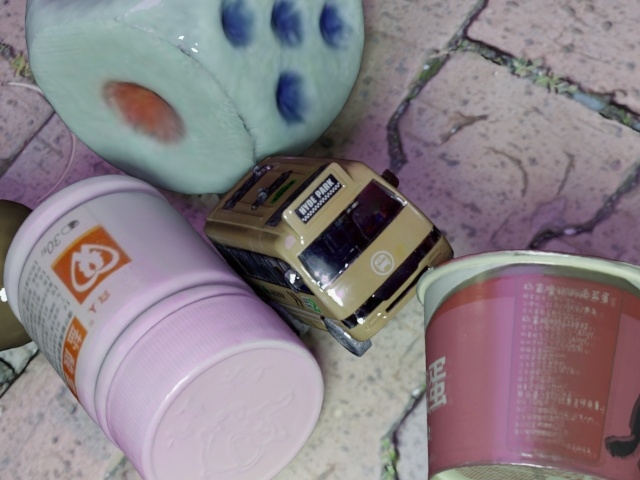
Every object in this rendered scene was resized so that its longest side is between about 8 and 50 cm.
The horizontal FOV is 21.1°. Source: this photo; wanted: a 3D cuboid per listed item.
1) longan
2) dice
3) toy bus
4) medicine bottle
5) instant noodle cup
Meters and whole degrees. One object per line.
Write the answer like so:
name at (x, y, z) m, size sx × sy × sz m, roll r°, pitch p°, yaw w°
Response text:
longan at (-0.361, 0.055, 1.865) m, size 0.185 × 0.159 × 0.204 m, roll 6°, pitch 72°, yaw 47°
dice at (-0.131, -0.227, 1.834) m, size 0.268 × 0.265 × 0.263 m, roll -1°, pitch 48°, yaw 39°
toy bus at (0.000, 0.000, 1.632) m, size 0.139 × 0.157 × 0.289 m, roll -46°, pitch 17°, yaw -9°
medicine bottle at (-0.160, 0.093, 1.689) m, size 0.202 × 0.202 × 0.316 m, roll -43°, pitch 46°, yaw -3°
instant noodle cup at (0.187, 0.129, 1.454) m, size 0.234 × 0.235 × 0.179 m, roll -4°, pitch 65°, yaw 28°
